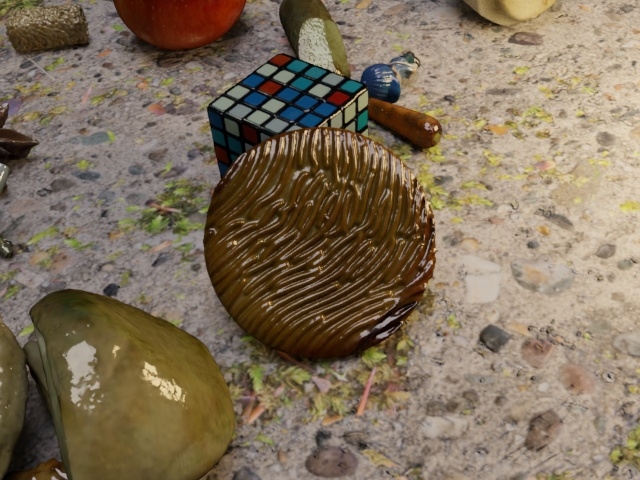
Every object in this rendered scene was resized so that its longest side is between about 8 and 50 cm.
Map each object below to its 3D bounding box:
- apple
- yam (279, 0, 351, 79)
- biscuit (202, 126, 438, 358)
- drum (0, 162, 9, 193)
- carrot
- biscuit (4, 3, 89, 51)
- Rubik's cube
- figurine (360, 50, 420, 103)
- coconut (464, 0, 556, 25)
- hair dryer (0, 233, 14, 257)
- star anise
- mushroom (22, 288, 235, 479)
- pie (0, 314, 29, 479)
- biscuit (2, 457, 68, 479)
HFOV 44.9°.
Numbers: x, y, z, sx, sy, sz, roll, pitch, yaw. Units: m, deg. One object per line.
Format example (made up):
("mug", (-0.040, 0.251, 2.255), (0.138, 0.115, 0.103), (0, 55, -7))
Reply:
("apple", (-0.279, -0.504, 1.568), (0.272, 0.206, 0.251), (-35, 64, -23))
("yam", (-0.012, -0.392, 1.509), (0.106, 0.106, 0.259), (-14, 46, -9))
("biscuit", (0.000, 0.000, 1.044), (0.317, 0.040, 0.318), (0, 83, -3))
("drum", (-0.542, 0.002, 1.145), (0.130, 0.049, 0.253), (-1, 67, 1))
("carrot", (0.143, -0.208, 1.353), (0.055, 0.055, 0.161), (-35, 46, -26))
("biscuit", (-0.568, -0.443, 1.609), (0.168, 0.082, 0.070), (-5, 48, -1))
("Rubik's cube", (-0.045, -0.156, 1.223), (0.182, 0.187, 0.184), (26, 51, 27))
("figurine", (0.129, -0.312, 1.437), (0.077, 0.079, 0.136), (-18, 32, 51))
("coconut", (0.373, -0.577, 1.566), (0.237, 0.237, 0.266), (-17, 53, -12))
("hair dryer", (-0.617, -0.034, 1.215), (0.219, 0.088, 0.225), (-26, 88, 6))
("star anise", (-0.608, -0.144, 1.318), (0.231, 0.089, 0.209), (-36, 72, -14))
("mushroom", (-0.220, 0.149, 0.917), (0.217, 0.212, 0.292), (-15, 19, -26))
("pie", (-0.483, 0.227, 0.913), (0.339, 0.077, 0.339), (-15, 44, 15))
("biscuit", (-0.287, 0.376, 0.803), (0.289, 0.081, 0.334), (-8, 47, -1))
